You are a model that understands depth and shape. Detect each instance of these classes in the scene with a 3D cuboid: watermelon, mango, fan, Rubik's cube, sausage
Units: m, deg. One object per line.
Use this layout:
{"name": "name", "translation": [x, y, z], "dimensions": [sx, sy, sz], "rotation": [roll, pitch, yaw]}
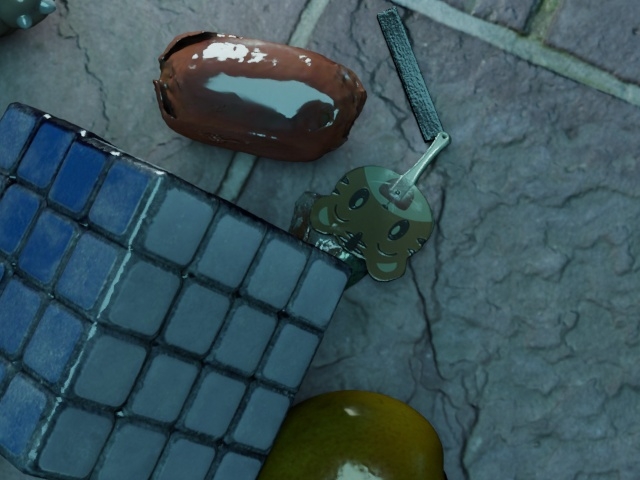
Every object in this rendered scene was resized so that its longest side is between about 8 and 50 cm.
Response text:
{"name": "watermelon", "translation": [0.000, 0.000, 1.607], "dimensions": [0.187, 0.071, 0.139], "rotation": [-30, 79, -2]}
{"name": "mango", "translation": [-0.011, 0.343, 1.495], "dimensions": [0.378, 0.221, 0.264], "rotation": [-30, 88, 8]}
{"name": "fan", "translation": [0.102, -0.061, 1.597], "dimensions": [0.152, 0.008, 0.227], "rotation": [38, 73, 13]}
{"name": "Rubik's cube", "translation": [-0.233, 0.086, 1.408], "dimensions": [0.337, 0.343, 0.344], "rotation": [24, 87, 42]}
{"name": "sausage", "translation": [-0.081, -0.189, 1.589], "dimensions": [0.279, 0.152, 0.152], "rotation": [11, 84, 5]}

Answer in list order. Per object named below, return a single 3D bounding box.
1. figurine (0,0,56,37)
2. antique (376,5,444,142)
{"name": "figurine", "translation": [-0.522, -0.359, 1.611], "dimensions": [0.380, 0.203, 0.248], "rotation": [-11, 76, 12]}
{"name": "antique", "translation": [0.122, -0.226, 1.654], "dimensions": [0.031, 0.015, 0.192], "rotation": [-20, 82, -1]}
